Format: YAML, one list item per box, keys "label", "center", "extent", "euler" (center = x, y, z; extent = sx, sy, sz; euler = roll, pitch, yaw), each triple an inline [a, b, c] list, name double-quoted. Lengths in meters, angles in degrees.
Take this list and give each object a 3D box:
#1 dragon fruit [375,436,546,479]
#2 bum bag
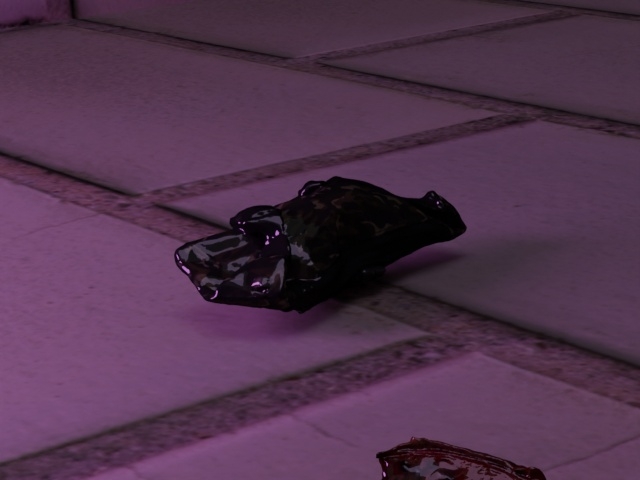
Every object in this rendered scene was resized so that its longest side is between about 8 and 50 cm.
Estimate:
- label: "dragon fruit"
  center: [0.091, 0.141, 0.815]
  extent: [0.131, 0.063, 0.097]
  euler: [-3, 50, 13]
- label: "bum bag"
  center: [-0.001, 0.000, 1.279]
  extent: [0.102, 0.069, 0.248]
  euler: [7, 16, 36]
